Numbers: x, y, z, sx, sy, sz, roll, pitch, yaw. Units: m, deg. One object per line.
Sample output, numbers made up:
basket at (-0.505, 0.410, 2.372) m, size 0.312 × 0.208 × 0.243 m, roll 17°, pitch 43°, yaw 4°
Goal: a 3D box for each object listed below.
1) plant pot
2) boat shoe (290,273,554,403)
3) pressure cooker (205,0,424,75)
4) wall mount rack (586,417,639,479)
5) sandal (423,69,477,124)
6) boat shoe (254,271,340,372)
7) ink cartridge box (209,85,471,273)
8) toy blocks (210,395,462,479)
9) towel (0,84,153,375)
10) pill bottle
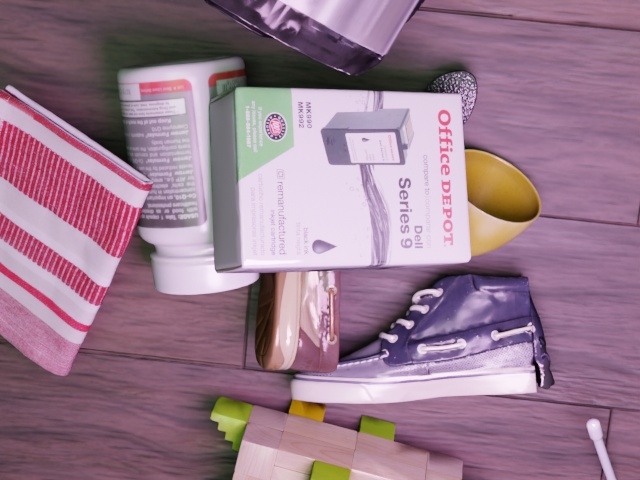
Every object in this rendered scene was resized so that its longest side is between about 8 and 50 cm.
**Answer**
plant pot at (0.199, -0.036, 1.678) m, size 0.134 × 0.134 × 0.095 m, roll 28°, pitch 127°, yaw -2°
boat shoe at (0.127, 0.126, 1.718) m, size 0.340 × 0.127 × 0.158 m, roll -4°, pitch 87°, yaw 2°
pressure cooker at (0.011, -0.440, 1.479) m, size 0.369 × 0.375 × 0.420 m, roll 31°, pitch 101°, yaw 0°
wall mount rack at (0.489, 0.319, 1.715) m, size 0.350 × 0.130 × 0.304 m, roll -20°, pitch 99°, yaw 6°
sandal at (0.148, -0.142, 1.700) m, size 0.067 × 0.040 × 0.179 m, roll 24°, pitch 115°, yaw 4°
boat shoe at (0.000, 0.000, 1.676) m, size 0.123 × 0.123 × 0.342 m, roll 9°, pitch 79°, yaw -16°
ink cartridge box at (0.023, -0.070, 1.564) m, size 0.289 × 0.121 × 0.211 m, roll -2°, pitch 86°, yaw -21°
toy blocks at (0.015, 0.386, 1.749) m, size 0.381 × 0.191 × 0.261 m, roll 14°, pitch 112°, yaw 1°
towel at (-0.366, -0.005, 1.677) m, size 0.237 × 0.037 × 0.329 m, roll 33°, pitch 121°, yaw 7°
pill bottle at (-0.160, -0.084, 1.661) m, size 0.161 × 0.161 × 0.283 m, roll -5°, pitch 100°, yaw 4°
